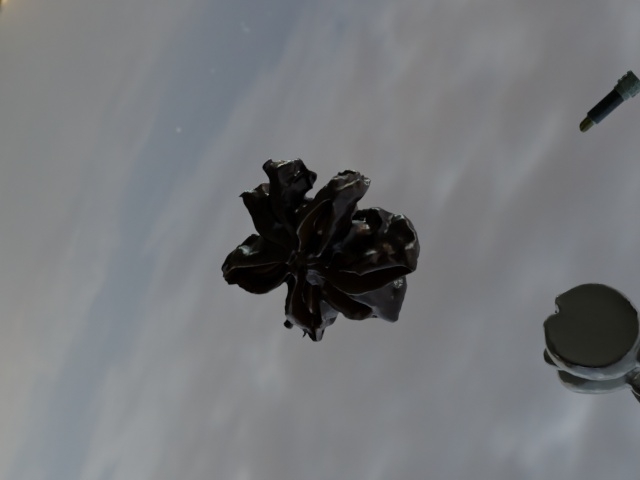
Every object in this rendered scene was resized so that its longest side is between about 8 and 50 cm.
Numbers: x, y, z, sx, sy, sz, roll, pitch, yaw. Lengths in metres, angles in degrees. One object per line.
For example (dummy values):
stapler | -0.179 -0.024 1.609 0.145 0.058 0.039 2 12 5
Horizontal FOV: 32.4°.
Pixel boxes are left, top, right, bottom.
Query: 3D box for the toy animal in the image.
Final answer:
toy animal | 0.382 0.139 1.431 0.178 0.193 0.128 11 -108 37

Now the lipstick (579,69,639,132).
lipstick | 0.441 -0.209 1.687 0.116 0.037 0.037 -43 -152 19

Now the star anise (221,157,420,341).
star anise | 0.000 0.000 1.105 0.220 0.190 0.126 -10 -136 40
